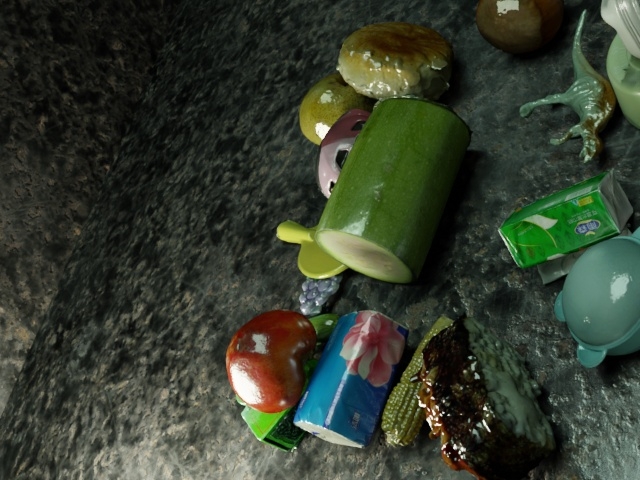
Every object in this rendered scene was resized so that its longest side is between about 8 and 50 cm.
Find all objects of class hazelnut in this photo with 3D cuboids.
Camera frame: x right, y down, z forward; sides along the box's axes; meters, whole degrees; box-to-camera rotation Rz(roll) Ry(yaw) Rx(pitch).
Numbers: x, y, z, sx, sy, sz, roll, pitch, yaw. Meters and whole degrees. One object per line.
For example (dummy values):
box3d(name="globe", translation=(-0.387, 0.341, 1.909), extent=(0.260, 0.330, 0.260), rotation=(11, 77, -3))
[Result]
box3d(name="hazelnut", translation=(0.486, -0.550, 1.952), extent=(0.214, 0.176, 0.214), rotation=(-3, 37, 3))

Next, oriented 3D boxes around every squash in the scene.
box3d(name="squash", translation=(0.171, -0.123, 1.862), extent=(0.263, 0.263, 0.385), rotation=(2, 62, 49))
box3d(name="squash", translation=(-0.026, 0.225, 1.952), extent=(0.219, 0.068, 0.077), rotation=(-23, 26, 35))

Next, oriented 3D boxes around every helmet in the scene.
box3d(name="helmet", translation=(0.094, -0.207, 2.054), extent=(0.253, 0.198, 0.154), rotation=(-64, 11, 4))

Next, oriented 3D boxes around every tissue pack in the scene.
box3d(name="tissue pack", translation=(0.061, 0.292, 1.708), extent=(0.270, 0.137, 0.209), rotation=(-67, 14, -17))
box3d(name="tissue pack", translation=(0.484, -0.018, 1.546), extent=(0.209, 0.156, 0.148), rotation=(-25, 8, 34))

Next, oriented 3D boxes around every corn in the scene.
box3d(name="corn", translation=(0.207, 0.285, 1.637), extent=(0.086, 0.086, 0.288), rotation=(13, 68, 52))

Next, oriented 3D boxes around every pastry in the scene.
box3d(name="pastry", translation=(0.197, -0.475, 2.114), extent=(0.330, 0.329, 0.136), rotation=(-107, 18, -48))

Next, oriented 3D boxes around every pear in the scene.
box3d(name="pear", translation=(0.055, -0.356, 2.208), extent=(0.188, 0.228, 0.211), rotation=(-54, -17, -62))

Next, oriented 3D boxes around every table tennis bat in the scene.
box3d(name="table tennis bat", translation=(0.000, 0.000, 2.121), extent=(0.368, 0.054, 0.224), rotation=(13, 60, 52))

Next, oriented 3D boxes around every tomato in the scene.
box3d(name="tomato", translation=(-0.126, 0.255, 1.774), extent=(0.200, 0.139, 0.233), rotation=(-6, 63, 39))

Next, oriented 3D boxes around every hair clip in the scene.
box3d(name="hair clip", translation=(0.008, 0.116, 2.037), extent=(0.124, 0.052, 0.195), rotation=(-18, 39, 25))

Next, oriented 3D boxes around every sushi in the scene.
box3d(name="sushi", translation=(0.297, 0.305, 1.455), extent=(0.182, 0.196, 0.343), rotation=(-56, 26, 29))

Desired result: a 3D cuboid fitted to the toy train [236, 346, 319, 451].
box3d(name="toy train", translation=(-0.080, 0.351, 1.864), extent=(0.243, 0.132, 0.188), rotation=(-52, 42, 3))

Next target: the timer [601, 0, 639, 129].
box3d(name="timer", translation=(0.649, -0.403, 1.521), extent=(0.290, 0.315, 0.291), rotation=(-29, 41, 29))

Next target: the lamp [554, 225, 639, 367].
box3d(name="lamp", translation=(0.532, 0.078, 1.392), extent=(0.284, 0.147, 0.209), rotation=(-37, 34, 19))

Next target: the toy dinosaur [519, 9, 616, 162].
box3d(name="toy dinosaur", translation=(0.556, -0.325, 1.748), extent=(0.205, 0.092, 0.393), rotation=(-3, 58, 48))
